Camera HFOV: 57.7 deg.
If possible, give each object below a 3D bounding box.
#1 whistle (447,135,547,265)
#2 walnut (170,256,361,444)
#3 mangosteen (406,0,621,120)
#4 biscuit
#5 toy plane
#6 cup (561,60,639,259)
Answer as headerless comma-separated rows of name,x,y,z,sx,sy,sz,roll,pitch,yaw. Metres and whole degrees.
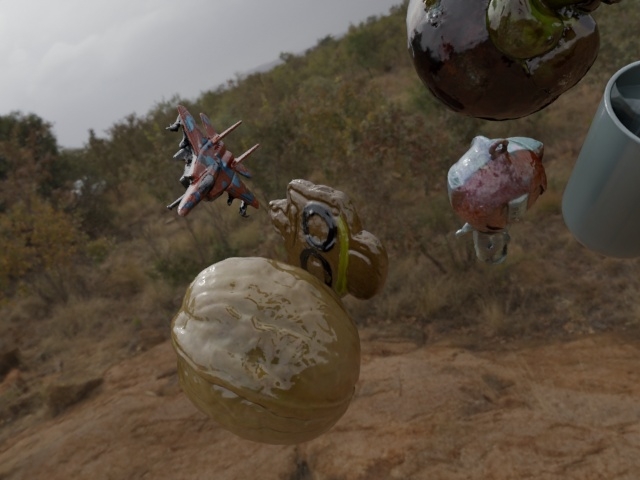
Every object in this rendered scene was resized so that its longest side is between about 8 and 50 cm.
whistle,0.277,-0.055,0.928,0.134,0.346,0.142,36,76,28
walnut,-0.089,0.174,0.930,0.313,0.277,0.252,17,42,7
mangosteen,0.157,-0.194,0.492,0.173,0.172,0.184,-31,-26,-18
biscuit,0.000,0.000,1.018,0.041,0.208,0.290,-24,40,-38
toy plane,-0.110,-0.060,0.552,0.061,0.130,0.189,-26,22,25
cup,0.529,-0.113,0.953,0.206,0.312,0.205,-3,56,4
